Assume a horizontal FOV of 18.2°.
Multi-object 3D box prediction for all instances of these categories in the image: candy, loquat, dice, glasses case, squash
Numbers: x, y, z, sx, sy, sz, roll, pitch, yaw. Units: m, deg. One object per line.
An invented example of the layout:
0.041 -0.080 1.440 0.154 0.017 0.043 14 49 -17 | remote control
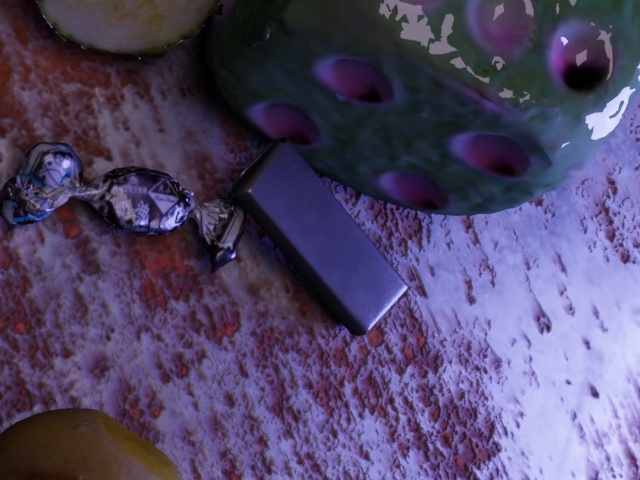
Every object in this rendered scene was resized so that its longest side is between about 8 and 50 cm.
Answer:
-0.170 -0.029 1.761 0.226 0.051 0.094 10 85 -23 | candy
-0.201 0.238 1.598 0.213 0.213 0.213 6 76 -26 | loquat
0.107 -0.229 1.785 0.322 0.330 0.318 27 68 -18 | dice
-0.001 -0.001 1.820 0.072 0.042 0.190 -47 112 -18 | glasses case
-0.179 -0.309 1.802 0.189 0.189 0.260 16 34 -23 | squash
